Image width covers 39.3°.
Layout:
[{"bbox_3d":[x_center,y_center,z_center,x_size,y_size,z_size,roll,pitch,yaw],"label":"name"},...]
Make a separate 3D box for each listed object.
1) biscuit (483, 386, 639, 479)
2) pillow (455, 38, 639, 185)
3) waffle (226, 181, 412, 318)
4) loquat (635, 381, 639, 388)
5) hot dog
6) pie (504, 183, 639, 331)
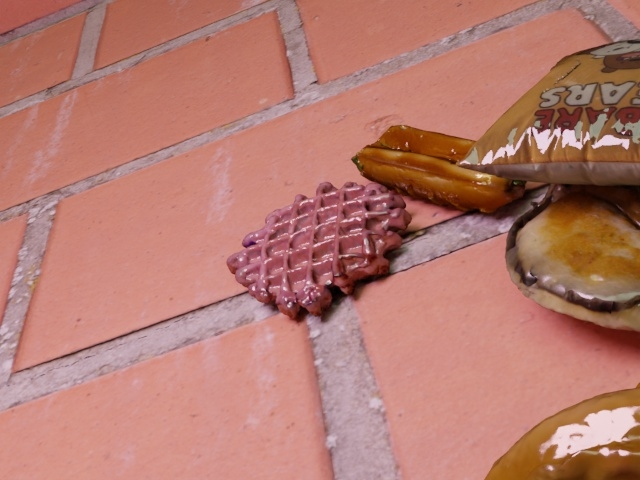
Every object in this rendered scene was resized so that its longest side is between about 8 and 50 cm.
[{"bbox_3d":[0.208,0.230,0.504,0.296,0.297,0.102,1,4,33],"label":"biscuit"},{"bbox_3d":[0.343,-0.139,0.948,0.310,0.119,0.312,7,33,34],"label":"pillow"},{"bbox_3d":[0.000,0.000,1.148,0.234,0.055,0.221,-38,37,-20],"label":"waffle"},{"bbox_3d":[0.314,0.160,0.614,0.238,0.193,0.238,-26,43,26],"label":"loquat"},{"bbox_3d":[0.154,-0.097,1.167,0.115,0.072,0.269,-41,36,-21],"label":"hot dog"},{"bbox_3d":[0.352,-0.012,0.932,0.338,0.077,0.339,-13,31,8],"label":"pie"}]
